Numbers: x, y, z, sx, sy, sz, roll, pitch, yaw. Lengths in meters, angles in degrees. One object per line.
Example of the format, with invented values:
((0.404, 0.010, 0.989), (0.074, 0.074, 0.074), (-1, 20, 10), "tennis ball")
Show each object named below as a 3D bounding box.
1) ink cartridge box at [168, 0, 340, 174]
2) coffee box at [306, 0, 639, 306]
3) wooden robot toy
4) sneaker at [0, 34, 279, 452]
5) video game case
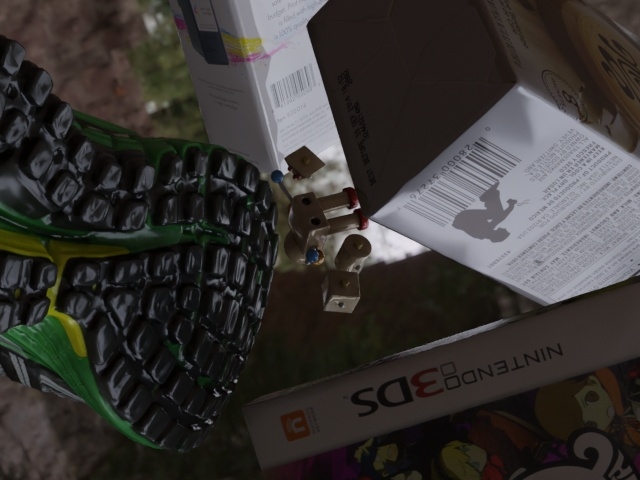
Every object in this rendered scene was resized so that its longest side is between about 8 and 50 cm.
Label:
((-0.046, -0.271, 1.454), (0.207, 0.353, 0.119), (-33, -144, -30), "ink cartridge box")
((0.150, -0.054, 0.849), (0.119, 0.297, 0.168), (-42, -137, 28), "coffee box")
((0.000, 0.000, 1.312), (0.076, 0.079, 0.173), (-9, -122, -24), "wooden robot toy")
((-0.132, -0.008, 0.601), (0.146, 0.343, 0.134), (12, -105, 32), "sneaker")
((0.095, 0.156, 0.667), (0.210, 0.232, 0.042), (-19, 177, 17), "video game case")
